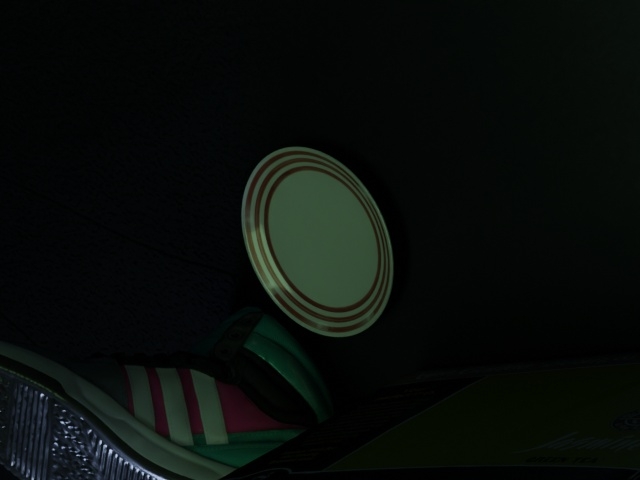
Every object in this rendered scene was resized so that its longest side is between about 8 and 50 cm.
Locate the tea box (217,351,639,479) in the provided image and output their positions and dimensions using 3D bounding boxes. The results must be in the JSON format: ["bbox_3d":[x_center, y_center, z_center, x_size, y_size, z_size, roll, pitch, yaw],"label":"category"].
[{"bbox_3d":[0.106,0.214,0.986,0.329,0.323,0.220,-10,101,46],"label":"tea box"}]

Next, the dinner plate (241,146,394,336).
[{"bbox_3d":[0.000,0.000,1.206,0.141,0.017,0.141,18,119,36],"label":"dinner plate"}]

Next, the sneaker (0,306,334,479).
[{"bbox_3d":[-0.109,0.110,1.238,0.295,0.178,0.124,28,131,-6],"label":"sneaker"}]
